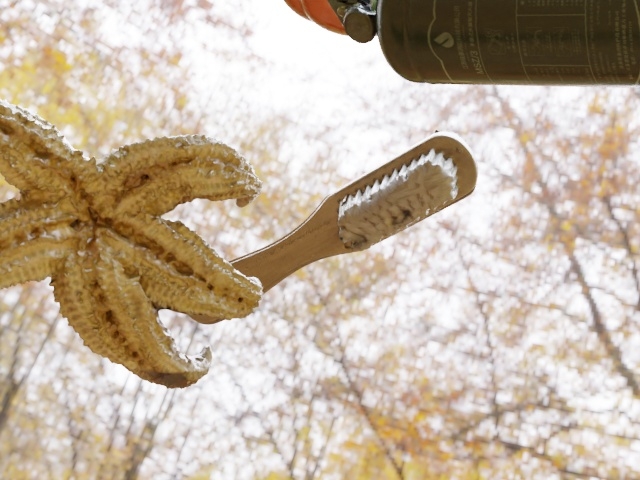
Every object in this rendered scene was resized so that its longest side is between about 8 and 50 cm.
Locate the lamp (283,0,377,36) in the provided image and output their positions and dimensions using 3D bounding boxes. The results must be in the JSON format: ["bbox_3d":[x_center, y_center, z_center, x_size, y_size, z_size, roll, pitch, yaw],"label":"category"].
[{"bbox_3d":[0.045,-0.266,1.050,0.188,0.164,0.187,22,-61,47],"label":"lamp"}]

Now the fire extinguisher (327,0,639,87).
[{"bbox_3d":[0.135,-0.155,0.826,0.311,0.095,0.114,4,-57,29],"label":"fire extinguisher"}]

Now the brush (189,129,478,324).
[{"bbox_3d":[0.000,0.000,1.184,0.327,0.065,0.070,-28,-81,20],"label":"brush"}]

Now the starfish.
[{"bbox_3d":[-0.146,-0.004,0.748,0.238,0.216,0.071,47,-11,-10],"label":"starfish"}]
